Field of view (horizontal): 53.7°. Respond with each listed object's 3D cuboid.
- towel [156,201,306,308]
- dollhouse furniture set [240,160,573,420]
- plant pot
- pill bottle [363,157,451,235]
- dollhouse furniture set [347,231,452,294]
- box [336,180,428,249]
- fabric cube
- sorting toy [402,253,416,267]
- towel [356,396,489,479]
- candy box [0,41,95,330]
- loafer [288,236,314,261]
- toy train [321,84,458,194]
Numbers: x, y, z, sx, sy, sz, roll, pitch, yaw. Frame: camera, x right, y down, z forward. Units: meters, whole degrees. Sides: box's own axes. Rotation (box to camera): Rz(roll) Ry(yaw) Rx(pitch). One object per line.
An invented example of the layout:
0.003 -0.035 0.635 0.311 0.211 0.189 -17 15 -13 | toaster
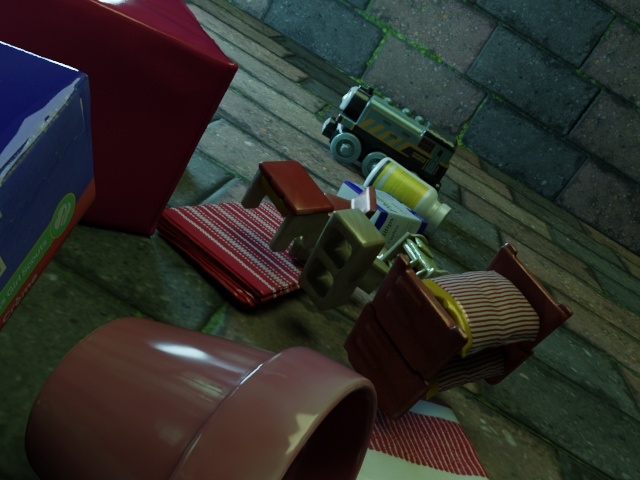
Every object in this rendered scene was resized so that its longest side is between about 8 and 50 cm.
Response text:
-0.089 0.009 0.901 0.198 0.031 0.274 38 21 19 | towel
0.088 0.014 0.784 0.201 0.152 0.374 -7 48 -40 | dollhouse furniture set
-0.086 0.146 0.427 0.180 0.202 0.201 23 17 23 | plant pot
0.190 -0.092 1.384 0.184 0.103 0.103 37 22 12 | pill bottle
0.104 0.012 1.003 0.161 0.101 0.182 35 17 -34 | dollhouse furniture set
0.110 -0.044 1.203 0.137 0.072 0.126 10 24 -42 | box
-0.299 -0.193 0.754 0.258 0.254 0.259 15 27 -40 | fabric cube
0.180 0.041 1.211 0.083 0.012 0.062 32 18 7 | sorting toy
0.099 0.255 0.622 0.237 0.037 0.329 23 23 -23 | towel
-0.324 -0.021 0.322 0.317 0.122 0.268 21 52 2 | candy box
0.000 0.000 0.930 0.050 0.056 0.148 33 29 8 | loafer
0.173 -0.236 1.546 0.333 0.190 0.142 32 21 0 | toy train
